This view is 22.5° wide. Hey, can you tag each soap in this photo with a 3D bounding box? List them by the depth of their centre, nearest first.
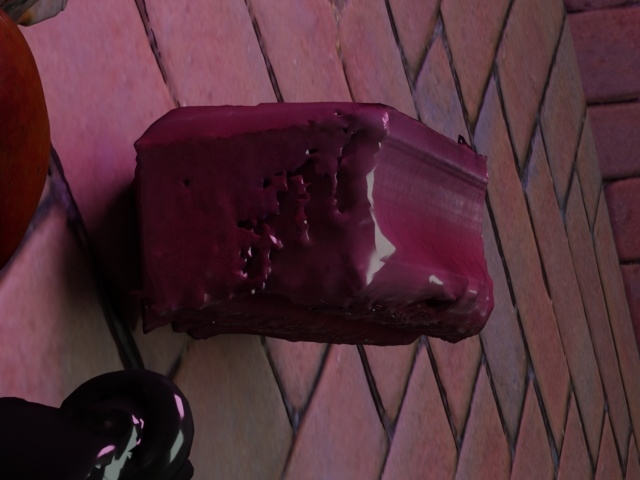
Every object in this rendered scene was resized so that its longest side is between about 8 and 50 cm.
[{"bbox_3d":[0.000,0.000,1.009,0.325,0.220,0.127,22,69,-67],"label":"soap"}]

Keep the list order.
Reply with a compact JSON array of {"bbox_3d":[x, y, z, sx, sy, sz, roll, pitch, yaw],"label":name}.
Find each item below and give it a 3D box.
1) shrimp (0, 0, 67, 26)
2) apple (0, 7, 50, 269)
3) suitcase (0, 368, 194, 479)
[{"bbox_3d":[-0.170,-0.210,0.769,0.360,0.085,0.247,-81,159,-64],"label":"shrimp"},{"bbox_3d":[-0.179,-0.046,0.642,0.156,0.147,0.158,54,29,-17],"label":"apple"},{"bbox_3d":[-0.116,0.248,0.622,0.345,0.188,0.339,56,48,-52],"label":"suitcase"}]
